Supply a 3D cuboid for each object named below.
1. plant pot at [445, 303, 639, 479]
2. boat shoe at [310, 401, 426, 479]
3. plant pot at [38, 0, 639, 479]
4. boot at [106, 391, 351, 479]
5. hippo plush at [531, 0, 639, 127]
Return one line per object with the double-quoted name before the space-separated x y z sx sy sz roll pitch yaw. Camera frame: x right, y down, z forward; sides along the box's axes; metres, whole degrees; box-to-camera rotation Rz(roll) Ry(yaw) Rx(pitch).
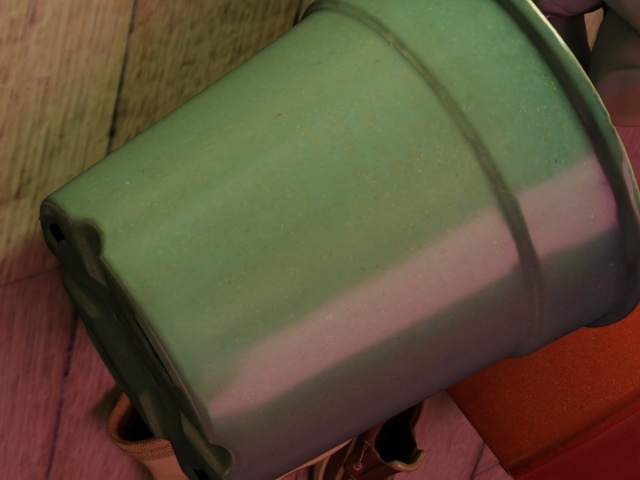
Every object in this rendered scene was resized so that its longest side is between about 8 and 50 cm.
"plant pot" 0.264 0.137 1.737 0.236 0.267 0.267 -38 149 2
"boat shoe" 0.057 0.211 1.675 0.095 0.095 0.257 -26 141 -35
"plant pot" 0.000 0.000 1.198 0.334 0.341 0.341 -32 144 -16
"boot" -0.055 0.129 1.447 0.262 0.095 0.203 -36 147 -6
"hippo plush" 0.209 -0.245 1.344 0.234 0.294 0.236 -46 -174 45
